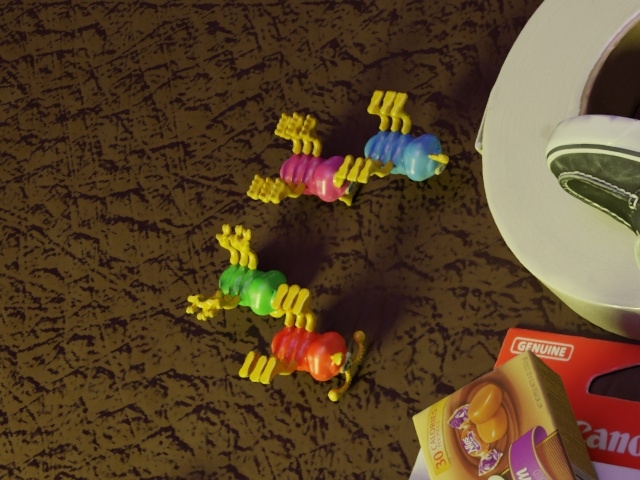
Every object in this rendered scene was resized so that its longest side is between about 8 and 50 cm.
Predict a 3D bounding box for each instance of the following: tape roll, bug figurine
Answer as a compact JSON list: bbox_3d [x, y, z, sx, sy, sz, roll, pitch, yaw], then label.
[{"bbox_3d":[0.307,-0.103,1.552,0.392,0.072,0.392,-21,51,29],"label":"tape roll"},{"bbox_3d":[0.000,0.000,1.733,0.216,0.072,0.279,18,80,51],"label":"bug figurine"}]

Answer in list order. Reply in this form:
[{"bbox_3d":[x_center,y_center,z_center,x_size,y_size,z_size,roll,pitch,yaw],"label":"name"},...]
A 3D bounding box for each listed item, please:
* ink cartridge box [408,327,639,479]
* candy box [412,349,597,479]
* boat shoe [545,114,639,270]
[{"bbox_3d":[0.196,0.176,1.467,0.275,0.060,0.239,6,68,41],"label":"ink cartridge box"},{"bbox_3d":[0.143,0.185,1.424,0.109,0.053,0.186,-32,46,19],"label":"candy box"},{"bbox_3d":[0.269,-0.004,1.399,0.301,0.108,0.102,24,78,38],"label":"boat shoe"}]
